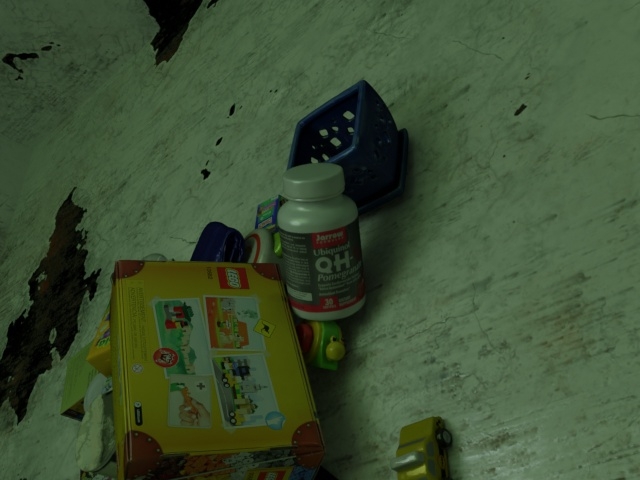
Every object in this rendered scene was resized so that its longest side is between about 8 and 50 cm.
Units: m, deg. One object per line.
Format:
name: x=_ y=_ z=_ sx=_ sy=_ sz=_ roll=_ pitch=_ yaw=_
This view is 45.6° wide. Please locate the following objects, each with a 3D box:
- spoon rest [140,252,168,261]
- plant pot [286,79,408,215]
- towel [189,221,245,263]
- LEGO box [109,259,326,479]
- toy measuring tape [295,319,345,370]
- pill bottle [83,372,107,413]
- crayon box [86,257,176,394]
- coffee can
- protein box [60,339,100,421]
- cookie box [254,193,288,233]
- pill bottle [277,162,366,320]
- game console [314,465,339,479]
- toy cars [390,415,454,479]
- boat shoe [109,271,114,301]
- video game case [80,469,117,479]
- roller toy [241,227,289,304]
spoon rest: x=-0.537 y=0.100 z=2.478 sx=0.276 sy=0.084 sz=0.137 roll=-10 pitch=56 yaw=63
plant pot: x=0.077 y=-0.194 z=1.798 sx=0.236 sy=0.212 sz=0.236 roll=-26 pitch=41 yaw=37
towel: x=-0.277 y=0.068 z=1.984 sx=0.227 sy=0.076 sz=0.308 roll=-66 pitch=20 yaw=-1
LEGO box: x=-0.237 y=0.280 z=1.593 sx=0.500 sy=0.373 sz=0.193 roll=-107 pitch=28 yaw=-43
toy measuring tape: x=-0.038 y=0.227 z=1.747 sx=0.330 sy=0.121 sz=0.121 roll=-5 pitch=62 yaw=60
pill bottle: x=-0.514 y=0.444 z=2.063 sx=0.124 sy=0.221 sz=0.124 roll=-30 pitch=44 yaw=34
crayon box: x=-0.453 y=0.207 z=1.894 sx=0.203 sy=0.083 sz=0.323 roll=-25 pitch=33 yaw=22
coffee can: x=-0.428 y=0.500 z=1.873 sx=0.201 sy=0.275 sz=0.201 roll=-29 pitch=46 yaw=35
protein box: x=-0.677 y=0.429 z=2.345 sx=0.201 sy=0.136 sz=0.199 roll=-37 pitch=41 yaw=29
cookie box: x=-0.138 y=-0.062 z=2.124 sx=0.092 sy=0.040 sz=0.107 roll=-23 pitch=50 yaw=39
pill bottle: x=0.000 y=0.000 z=1.661 sx=0.176 sy=0.176 sz=0.318 roll=28 pitch=130 yaw=55
game console: x=-0.059 y=0.517 z=1.617 sx=0.361 sy=0.044 sz=0.213 roll=20 pitch=83 yaw=55
toy cars: x=0.128 y=0.497 z=1.365 sx=0.176 sy=0.087 sz=0.393 roll=21 pitch=83 yaw=55
boat shoe: x=-0.631 y=0.195 z=2.462 sx=0.097 sy=0.116 sz=0.324 roll=-37 pitch=40 yaw=-8
video game case: x=-0.614 y=0.648 z=2.194 sx=0.232 sy=0.042 sz=0.210 roll=-44 pitch=37 yaw=21
roller toy: x=-0.130 y=0.077 z=1.926 sx=0.209 sy=0.146 sz=0.191 roll=3 pitch=71 yaw=62
